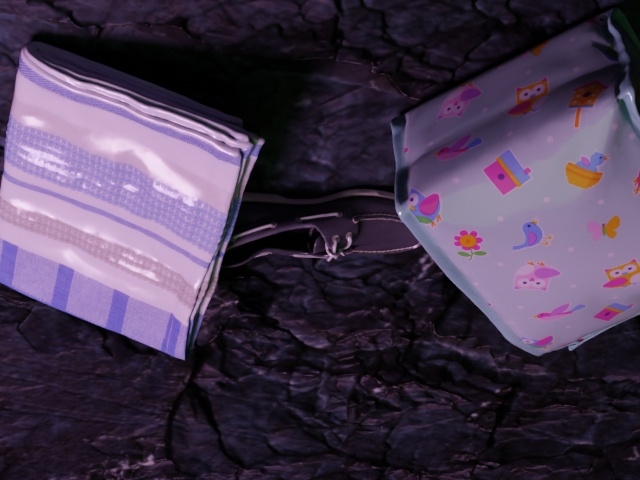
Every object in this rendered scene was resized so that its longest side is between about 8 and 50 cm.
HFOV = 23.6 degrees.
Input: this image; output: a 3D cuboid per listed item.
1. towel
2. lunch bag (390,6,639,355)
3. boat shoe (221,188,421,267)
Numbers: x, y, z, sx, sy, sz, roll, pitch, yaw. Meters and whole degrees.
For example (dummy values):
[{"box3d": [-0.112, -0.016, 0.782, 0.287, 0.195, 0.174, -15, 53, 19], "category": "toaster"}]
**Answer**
[{"box3d": [-0.175, -0.025, 1.298, 0.209, 0.034, 0.285, 23, 134, 2], "category": "towel"}, {"box3d": [0.215, -0.027, 1.280, 0.223, 0.160, 0.262, -27, 126, 21], "category": "lunch bag"}, {"box3d": [0.000, 0.000, 1.357, 0.206, 0.065, 0.075, 2, 137, -5], "category": "boat shoe"}]
